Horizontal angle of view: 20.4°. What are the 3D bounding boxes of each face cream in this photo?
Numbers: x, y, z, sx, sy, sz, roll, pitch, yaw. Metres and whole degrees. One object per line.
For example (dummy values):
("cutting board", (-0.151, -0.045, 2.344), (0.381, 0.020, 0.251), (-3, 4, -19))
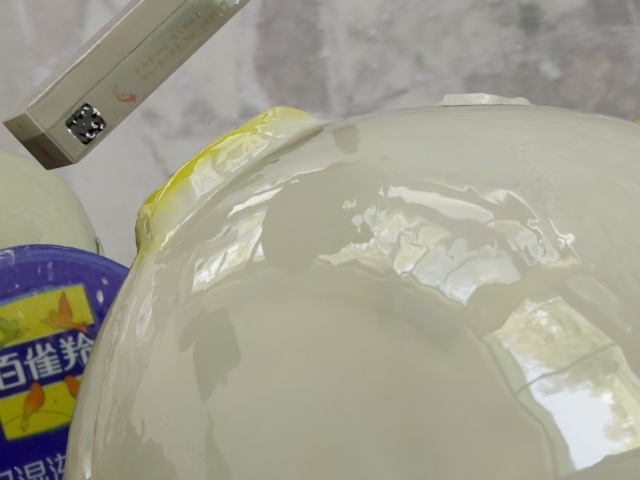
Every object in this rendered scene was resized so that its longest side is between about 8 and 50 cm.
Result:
("face cream", (-0.161, 0.113, 0.971), (0.111, 0.206, 0.206), (-27, 86, 53))

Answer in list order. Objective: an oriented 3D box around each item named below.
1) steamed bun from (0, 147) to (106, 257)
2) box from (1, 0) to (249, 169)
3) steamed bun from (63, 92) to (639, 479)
("steamed bun", (-0.314, 0.068, 1.678), (0.334, 0.233, 0.312), (-122, 47, -69))
("box", (-0.150, -0.142, 1.387), (0.058, 0.201, 0.141), (49, 168, -12))
("steamed bun", (0.074, 0.100, 0.790), (0.334, 0.374, 0.334), (-178, 90, -64))
